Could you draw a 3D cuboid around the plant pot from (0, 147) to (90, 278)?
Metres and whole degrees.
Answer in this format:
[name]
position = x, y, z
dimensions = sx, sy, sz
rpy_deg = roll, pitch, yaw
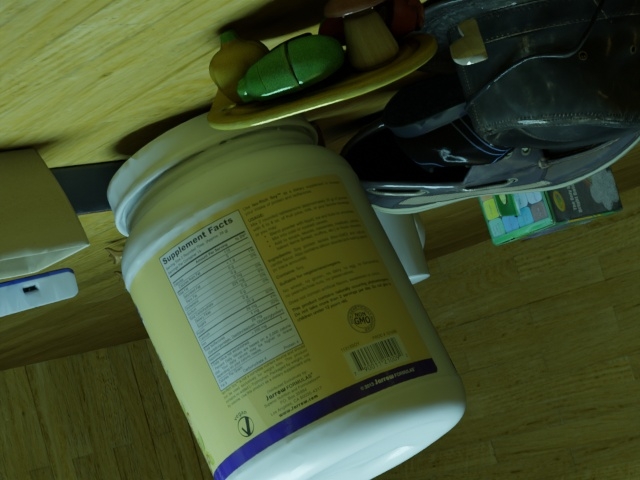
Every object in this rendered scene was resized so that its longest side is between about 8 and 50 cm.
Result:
[plant pot]
position = -0.279, -0.021, 1.357
dimensions = 0.109, 0.096, 0.109
rpy_deg = -10, 172, -39

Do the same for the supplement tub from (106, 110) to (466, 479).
[supplement tub]
position = -0.038, 0.061, 1.443
dimensions = 0.241, 0.331, 0.241
rpy_deg = -24, 164, -8

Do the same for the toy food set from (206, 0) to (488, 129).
[toy food set]
position = 0.009, -0.147, 1.137
dimensions = 0.217, 0.071, 0.128
rpy_deg = -15, -161, 15

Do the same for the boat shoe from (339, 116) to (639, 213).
[boat shoe]
position = 0.181, -0.105, 1.660
dimensions = 0.355, 0.132, 0.130
rpy_deg = -19, 174, 21

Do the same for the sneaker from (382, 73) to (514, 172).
[sneaker]
position = 0.179, -0.126, 1.539
dimensions = 0.232, 0.081, 0.090
rpy_deg = -11, 139, 31

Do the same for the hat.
[hat]
position = 0.218, -0.147, 1.335
dimensions = 0.331, 0.134, 0.331
rpy_deg = -16, 174, -2

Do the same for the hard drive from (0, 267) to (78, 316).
[hard drive]
position = -0.492, 0.094, 1.970
dimensions = 0.318, 0.040, 0.210
rpy_deg = -13, -179, 22

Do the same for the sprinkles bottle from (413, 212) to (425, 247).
[sprinkles bottle]
position = 0.045, -0.006, 2.298
dimensions = 0.121, 0.121, 0.355
rpy_deg = -18, 174, 21

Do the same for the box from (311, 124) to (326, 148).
[box]
position = -0.060, -0.011, 1.703
dimensions = 0.167, 0.169, 0.203
rpy_deg = -15, 174, -2

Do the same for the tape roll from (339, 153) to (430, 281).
[tape roll]
position = 0.000, 0.000, 1.987
dimensions = 0.246, 0.169, 0.246
rpy_deg = -16, 174, -2

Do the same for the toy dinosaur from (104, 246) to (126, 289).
[toy dinosaur]
position = -0.222, 0.009, 2.101
dimensions = 0.112, 0.064, 0.211
rpy_deg = -33, -169, -23

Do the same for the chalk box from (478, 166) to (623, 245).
[chalk box]
position = 0.317, -0.075, 2.325
dimensions = 0.213, 0.132, 0.132
rpy_deg = -10, 172, -40

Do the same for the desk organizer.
[desk organizer]
position = -0.225, -0.046, 1.527
dimensions = 0.130, 0.047, 0.050
rpy_deg = -10, 174, -45
